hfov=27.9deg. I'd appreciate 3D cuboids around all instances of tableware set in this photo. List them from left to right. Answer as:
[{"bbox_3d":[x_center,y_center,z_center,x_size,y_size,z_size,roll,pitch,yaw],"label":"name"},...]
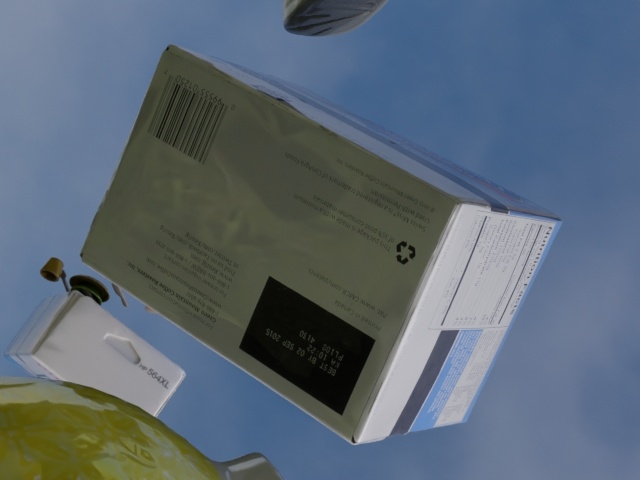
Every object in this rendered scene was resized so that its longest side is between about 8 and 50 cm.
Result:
[{"bbox_3d":[-0.226,0.049,1.374,0.154,0.104,0.024,12,-125,18],"label":"tableware set"}]

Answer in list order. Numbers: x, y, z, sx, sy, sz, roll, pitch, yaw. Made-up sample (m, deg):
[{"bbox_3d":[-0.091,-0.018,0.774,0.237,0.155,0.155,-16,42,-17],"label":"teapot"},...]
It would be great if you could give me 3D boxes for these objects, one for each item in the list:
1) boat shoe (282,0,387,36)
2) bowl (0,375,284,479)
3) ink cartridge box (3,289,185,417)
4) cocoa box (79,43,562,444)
[{"bbox_3d":[0.055,-0.298,1.191,0.320,0.118,0.103,-36,-121,57],"label":"boat shoe"},{"bbox_3d":[-0.079,0.181,0.600,0.156,0.289,0.289,-19,-132,-16],"label":"bowl"},{"bbox_3d":[-0.249,0.132,1.396,0.086,0.148,0.203,-55,-166,-16],"label":"ink cartridge box"},{"bbox_3d":[0.000,0.000,1.203,0.347,0.228,0.231,30,-77,30],"label":"cocoa box"}]
